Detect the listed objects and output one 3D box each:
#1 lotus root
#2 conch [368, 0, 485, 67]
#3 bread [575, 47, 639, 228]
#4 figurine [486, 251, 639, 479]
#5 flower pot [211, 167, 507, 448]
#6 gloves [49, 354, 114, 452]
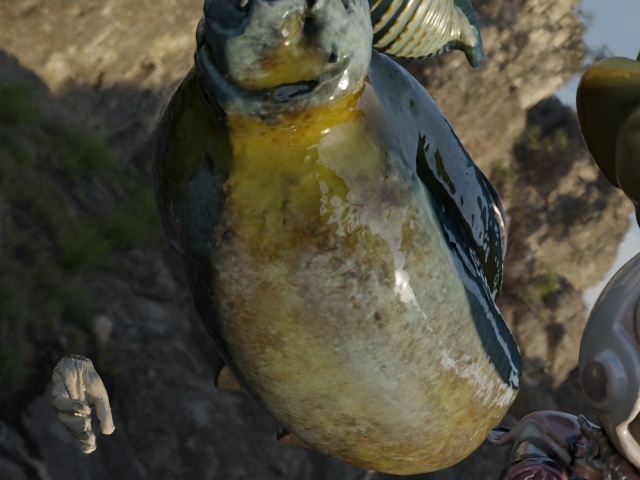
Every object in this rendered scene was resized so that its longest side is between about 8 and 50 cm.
[{"bbox_3d":[0.000,0.000,0.470,0.322,0.140,0.158,55,29,-53],"label":"lotus root"},{"bbox_3d":[0.078,-0.220,0.943,0.153,0.102,0.135,52,37,-44],"label":"conch"},{"bbox_3d":[0.515,-0.079,1.297,0.424,0.245,0.329,59,-28,1],"label":"bread"},{"bbox_3d":[0.322,0.145,1.020,0.253,0.361,0.211,12,36,-43],"label":"figurine"},{"bbox_3d":[0.023,0.067,1.162,0.379,0.379,0.251,48,38,-36],"label":"flower pot"},{"bbox_3d":[-0.165,0.109,0.734,0.044,0.037,0.081,12,38,-30],"label":"gloves"}]
